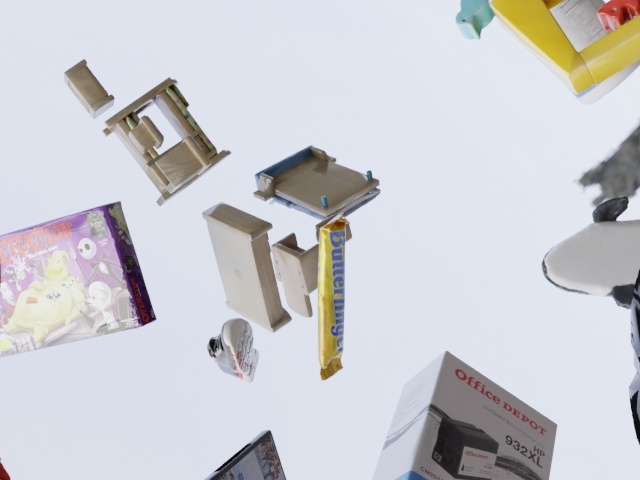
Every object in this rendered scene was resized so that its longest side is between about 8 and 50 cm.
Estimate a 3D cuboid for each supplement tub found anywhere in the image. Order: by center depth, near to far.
[{"bbox_3d":[0.222,-0.178,0.794,0.107,0.071,0.071,48,-147,-1],"label":"supplement tub"}]

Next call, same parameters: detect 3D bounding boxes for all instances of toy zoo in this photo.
[{"bbox_3d":[0.231,-0.229,0.663,0.030,0.293,0.192,40,-156,-52],"label":"toy zoo"}]

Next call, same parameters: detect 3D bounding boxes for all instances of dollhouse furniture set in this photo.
[{"bbox_3d":[-0.182,-0.147,1.001,0.101,0.161,0.182,-38,-84,-16],"label":"dollhouse furniture set"},{"bbox_3d":[0.000,0.000,1.592,0.303,0.198,0.286,-33,-143,-30],"label":"dollhouse furniture set"}]

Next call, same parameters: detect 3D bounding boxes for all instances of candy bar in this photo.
[{"bbox_3d":[0.011,0.053,0.861,0.018,0.162,0.040,13,-159,30],"label":"candy bar"}]

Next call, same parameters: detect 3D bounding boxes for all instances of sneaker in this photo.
[{"bbox_3d":[-0.124,0.148,1.219,0.064,0.158,0.061,10,-119,9],"label":"sneaker"}]

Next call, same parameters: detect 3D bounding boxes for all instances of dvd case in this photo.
[{"bbox_3d":[-0.114,0.431,1.470,0.253,0.022,0.180,-24,-83,-66],"label":"dvd case"}]

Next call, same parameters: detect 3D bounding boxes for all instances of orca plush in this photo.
[{"bbox_3d":[0.446,0.008,1.268,0.151,0.287,0.102,61,-178,14],"label":"orca plush"}]

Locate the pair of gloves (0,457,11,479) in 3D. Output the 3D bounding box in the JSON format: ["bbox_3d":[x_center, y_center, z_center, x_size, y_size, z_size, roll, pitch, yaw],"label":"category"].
[{"bbox_3d":[-0.300,0.136,0.555,0.198,0.159,0.023,52,168,-8],"label":"pair of gloves"}]

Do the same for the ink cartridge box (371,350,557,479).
[{"bbox_3d":[0.205,0.349,1.334,0.223,0.129,0.307,34,-138,-6],"label":"ink cartridge box"}]

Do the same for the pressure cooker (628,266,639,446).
[{"bbox_3d":[0.554,0.116,0.870,0.420,0.370,0.376,4,-107,-5],"label":"pressure cooker"}]

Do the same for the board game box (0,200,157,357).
[{"bbox_3d":[-0.451,0.073,1.541,0.056,0.346,0.208,-17,-87,-63],"label":"board game box"}]
